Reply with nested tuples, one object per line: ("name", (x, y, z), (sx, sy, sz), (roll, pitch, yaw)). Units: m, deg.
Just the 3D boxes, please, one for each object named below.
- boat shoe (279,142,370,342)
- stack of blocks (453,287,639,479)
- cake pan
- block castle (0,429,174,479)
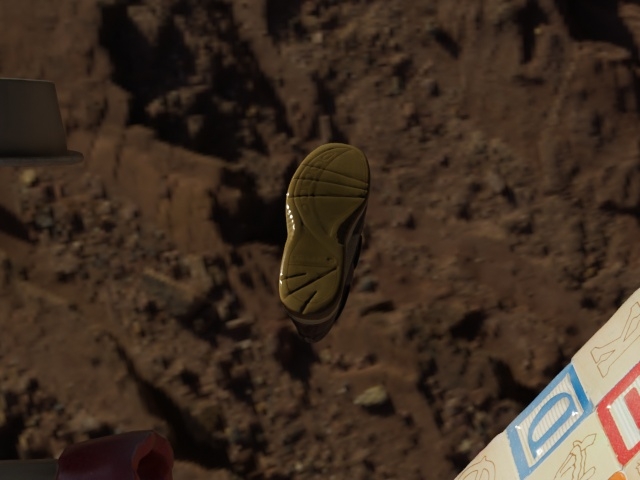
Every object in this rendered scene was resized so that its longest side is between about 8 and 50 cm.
("boat shoe", (0.000, 0.000, 0.981), (0.056, 0.152, 0.049), (12, 141, 6))
("stack of blocks", (0.113, 0.158, 0.471), (0.087, 0.297, 0.171), (37, 105, -16))
("cake pan", (-0.298, -0.081, 0.928), (0.293, 0.293, 0.054), (7, 97, 40))
("block castle", (-0.119, 0.356, 0.899), (0.213, 0.303, 0.453), (-3, 132, 12))
